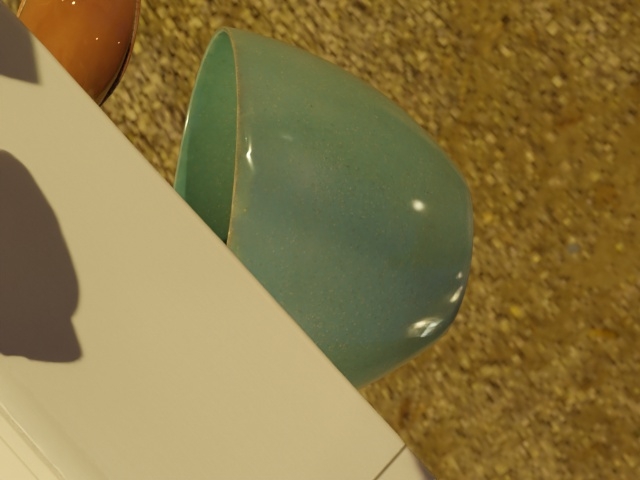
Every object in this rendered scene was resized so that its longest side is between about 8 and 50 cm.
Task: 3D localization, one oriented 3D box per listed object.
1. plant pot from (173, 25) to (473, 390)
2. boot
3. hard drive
[{"bbox_3d":[0.000,0.000,1.057,0.195,0.290,0.290,8,120,-14],"label":"plant pot"},{"bbox_3d":[-0.225,-0.124,1.136,0.109,0.220,0.283,31,92,-11],"label":"boot"},{"bbox_3d":[-0.104,0.031,0.631,0.353,0.233,0.047,47,113,6],"label":"hard drive"}]
